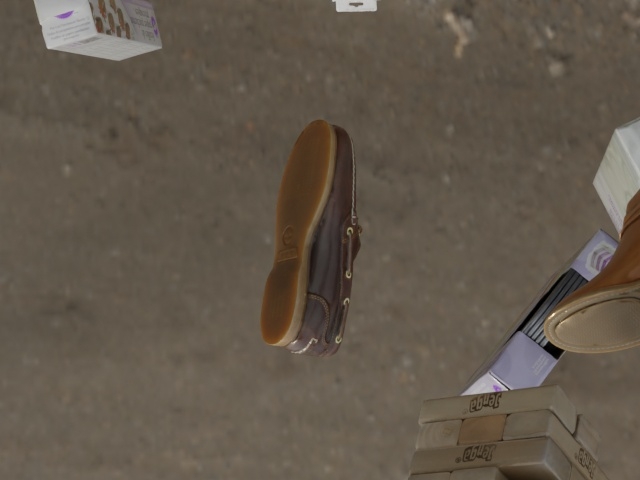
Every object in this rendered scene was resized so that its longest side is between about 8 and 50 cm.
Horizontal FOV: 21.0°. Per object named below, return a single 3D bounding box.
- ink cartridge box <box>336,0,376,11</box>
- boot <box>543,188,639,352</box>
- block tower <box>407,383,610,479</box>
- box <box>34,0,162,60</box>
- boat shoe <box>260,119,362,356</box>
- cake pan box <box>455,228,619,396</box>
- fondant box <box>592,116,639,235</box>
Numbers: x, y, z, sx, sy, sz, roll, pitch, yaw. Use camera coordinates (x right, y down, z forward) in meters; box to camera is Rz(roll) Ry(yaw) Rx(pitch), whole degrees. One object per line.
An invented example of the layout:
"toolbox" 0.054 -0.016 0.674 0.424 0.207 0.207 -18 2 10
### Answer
"ink cartridge box" 0.037 -0.289 1.894 0.048 0.028 0.083 0 111 8
"boot" 0.287 0.013 1.565 0.197 0.152 0.073 -25 123 17
"block tower" 0.082 0.241 0.900 0.097 0.335 0.091 -11 137 34
"box" -0.259 -0.257 2.050 0.067 0.324 0.063 -14 92 9
"boat shoe" 0.000 0.000 1.527 0.073 0.207 0.073 15 173 -33
"cake pan box" 0.283 0.122 2.219 0.070 0.246 0.267 37 165 4
"fondant box" 0.414 -0.010 1.961 0.096 0.238 0.330 -26 170 2
